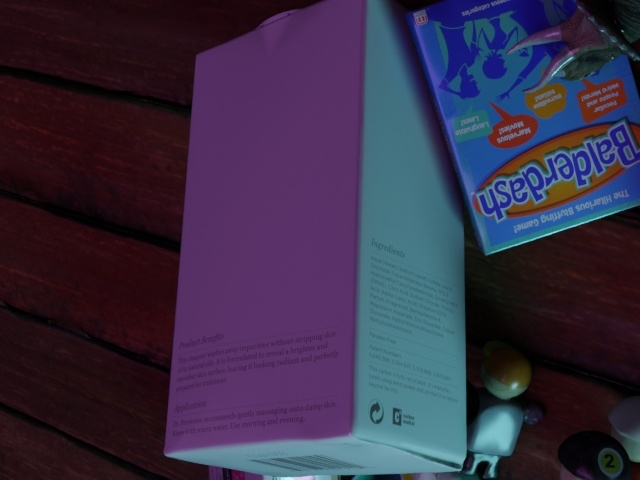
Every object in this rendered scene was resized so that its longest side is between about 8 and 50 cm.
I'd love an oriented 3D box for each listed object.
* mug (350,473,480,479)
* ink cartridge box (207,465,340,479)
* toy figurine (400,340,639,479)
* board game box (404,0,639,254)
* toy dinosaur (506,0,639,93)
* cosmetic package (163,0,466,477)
[{"bbox_3d":[0.100,0.255,1.149,0.129,0.097,0.158,-6,103,38],"label":"mug"},{"bbox_3d":[-0.055,0.233,1.208,0.193,0.088,0.235,-143,48,-60],"label":"ink cartridge box"},{"bbox_3d":[0.187,0.188,0.991,0.209,0.213,0.148,26,111,29],"label":"toy figurine"},{"bbox_3d":[0.177,-0.112,0.930,0.160,0.047,0.210,-19,98,2],"label":"board game box"},{"bbox_3d":[0.249,-0.247,0.799,0.121,0.160,0.314,-125,35,-59],"label":"toy dinosaur"},{"bbox_3d":[0.000,0.000,0.973,0.217,0.156,0.385,-12,65,40],"label":"cosmetic package"}]
